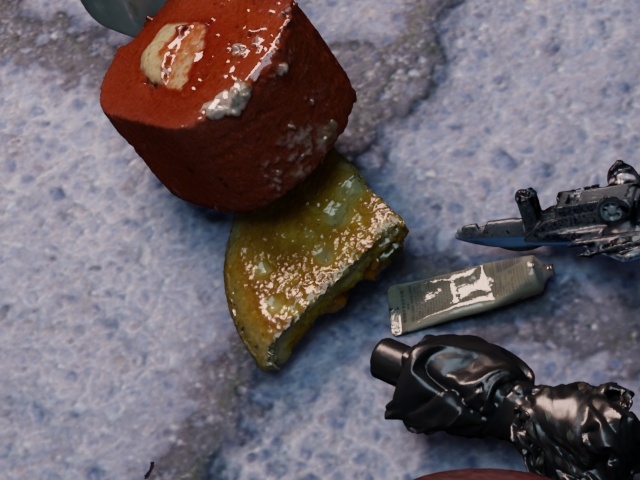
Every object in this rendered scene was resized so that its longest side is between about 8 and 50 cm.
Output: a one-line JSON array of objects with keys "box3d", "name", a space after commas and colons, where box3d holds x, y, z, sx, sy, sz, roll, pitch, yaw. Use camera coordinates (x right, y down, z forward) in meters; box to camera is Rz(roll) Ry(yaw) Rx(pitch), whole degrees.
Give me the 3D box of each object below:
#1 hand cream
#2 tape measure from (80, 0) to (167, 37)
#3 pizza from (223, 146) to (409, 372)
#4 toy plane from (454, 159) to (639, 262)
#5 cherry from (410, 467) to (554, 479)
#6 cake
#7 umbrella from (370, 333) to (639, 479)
[{"box3d": [0.143, 0.048, 1.802, 0.165, 0.037, 0.057, -16, 55, 16], "name": "hand cream"}, {"box3d": [-0.161, -0.336, 2.018, 0.125, 0.243, 0.246, 17, 72, 27], "name": "tape measure"}, {"box3d": [0.000, 0.000, 1.851, 0.197, 0.058, 0.292, -9, 56, 22], "name": "pizza"}, {"box3d": [0.244, -0.024, 1.777, 0.246, 0.078, 0.169, 1, 30, 18], "name": "toy plane"}, {"box3d": [0.143, 0.284, 1.538, 0.239, 0.206, 0.239, -17, 46, 18], "name": "cherry"}, {"box3d": [-0.100, -0.139, 1.872, 0.283, 0.151, 0.177, 11, 55, 49], "name": "cake"}, {"box3d": [0.165, 0.148, 1.686, 0.272, 0.110, 0.122, 21, 67, 32], "name": "umbrella"}]
